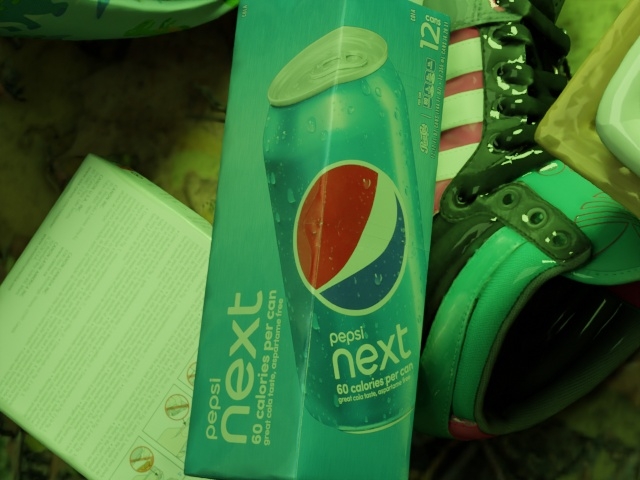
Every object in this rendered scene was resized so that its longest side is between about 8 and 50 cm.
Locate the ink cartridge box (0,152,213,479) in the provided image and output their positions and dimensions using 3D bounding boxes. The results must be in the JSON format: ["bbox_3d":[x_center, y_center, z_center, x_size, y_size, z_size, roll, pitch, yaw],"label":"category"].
[{"bbox_3d":[-0.088,0.060,0.902,0.179,0.045,0.145,35,94,14],"label":"ink cartridge box"}]

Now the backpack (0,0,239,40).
[{"bbox_3d":[-0.184,-0.208,0.835,0.290,0.355,0.273,15,85,31],"label":"backpack"}]

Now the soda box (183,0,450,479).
[{"bbox_3d":[0.000,0.000,0.720,0.071,0.067,0.210,-4,77,46],"label":"soda box"}]

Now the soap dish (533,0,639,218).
[{"bbox_3d":[0.264,-0.044,0.627,0.291,0.118,0.229,37,97,9],"label":"soap dish"}]

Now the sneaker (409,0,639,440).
[{"bbox_3d":[0.098,-0.037,0.760,0.178,0.124,0.295,26,98,37],"label":"sneaker"}]
